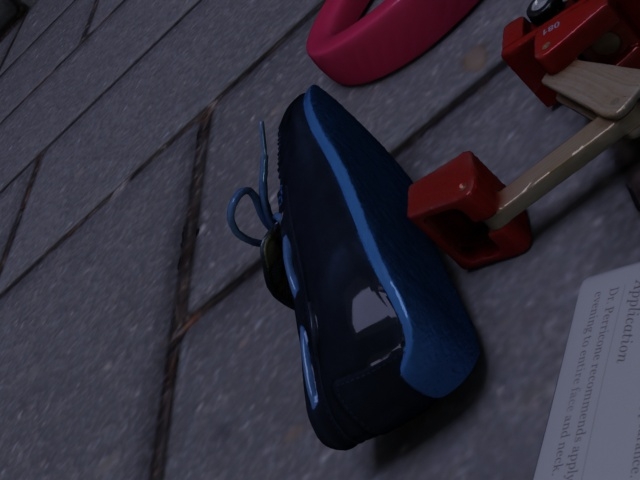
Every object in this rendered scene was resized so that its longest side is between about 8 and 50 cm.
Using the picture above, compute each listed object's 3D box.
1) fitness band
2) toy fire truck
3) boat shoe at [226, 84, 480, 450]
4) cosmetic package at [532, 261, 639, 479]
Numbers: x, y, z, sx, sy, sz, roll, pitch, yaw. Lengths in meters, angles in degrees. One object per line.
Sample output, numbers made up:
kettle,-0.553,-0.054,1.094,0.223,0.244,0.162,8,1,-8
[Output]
fitness band,0.092,-0.238,0.861,0.291,0.054,0.209,-53,27,-6
toy fire truck,0.133,-0.078,0.560,0.192,0.047,0.135,-30,31,34
boat shoe,0.000,0.000,0.603,0.089,0.109,0.258,-45,23,18
cosmetic package,0.167,0.047,0.283,0.231,0.085,0.117,-19,38,45
